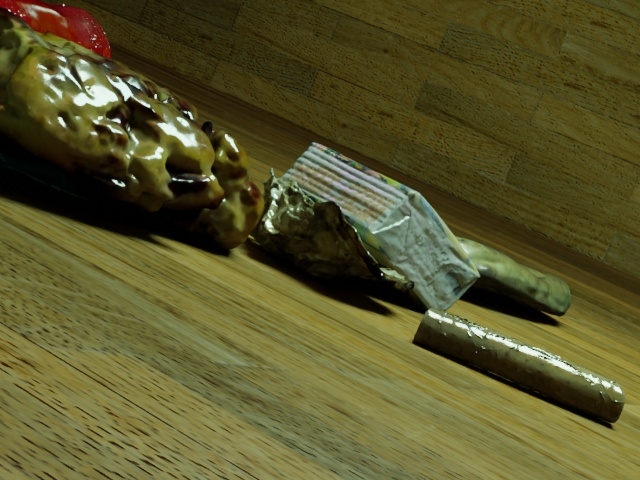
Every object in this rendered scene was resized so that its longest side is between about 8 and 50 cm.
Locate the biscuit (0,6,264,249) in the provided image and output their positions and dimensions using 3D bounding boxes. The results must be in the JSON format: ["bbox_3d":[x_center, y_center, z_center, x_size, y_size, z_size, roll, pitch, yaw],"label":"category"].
[{"bbox_3d":[-0.182,-0.102,1.131,0.334,0.081,0.289,28,1,-27],"label":"biscuit"}]

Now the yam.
[{"bbox_3d":[0.133,0.082,1.091,0.145,0.032,0.032,22,6,5],"label":"yam"}]

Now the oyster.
[{"bbox_3d":[-0.003,-0.002,1.211,0.177,0.056,0.105,31,-3,41],"label":"oyster"}]

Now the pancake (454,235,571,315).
[{"bbox_3d":[0.104,0.004,1.581,0.294,0.049,0.294,21,5,-2],"label":"pancake"}]

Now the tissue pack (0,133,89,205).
[{"bbox_3d":[-0.222,-0.063,1.075,0.138,0.028,0.085,30,5,31],"label":"tissue pack"}]

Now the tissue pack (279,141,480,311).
[{"bbox_3d":[0.045,-0.011,1.298,0.148,0.060,0.109,30,-17,53],"label":"tissue pack"}]

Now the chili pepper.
[{"bbox_3d":[-0.288,-0.194,1.602,0.110,0.110,0.387,24,4,16],"label":"chili pepper"}]
